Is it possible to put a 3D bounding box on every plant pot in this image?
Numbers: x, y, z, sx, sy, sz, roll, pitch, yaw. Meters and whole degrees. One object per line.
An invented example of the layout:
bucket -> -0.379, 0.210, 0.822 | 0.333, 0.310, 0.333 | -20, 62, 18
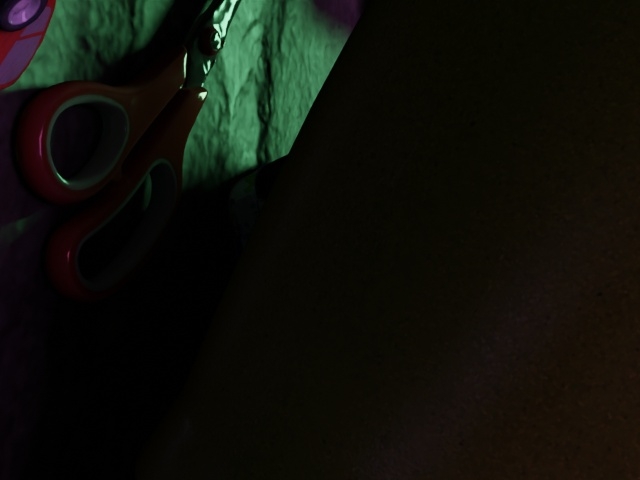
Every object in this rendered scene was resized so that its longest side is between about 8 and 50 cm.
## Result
plant pot -> 0.111, 0.041, 0.490 | 0.353, 0.366, 0.366 | -52, 149, 2

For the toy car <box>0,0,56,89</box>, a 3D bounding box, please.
toy car -> -0.061, -0.145, 0.376 | 0.053, 0.225, 0.239 | 5, 90, -78

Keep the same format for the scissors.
scissors -> -0.069, -0.089, 0.582 | 0.297, 0.021, 0.109 | -57, 139, -44

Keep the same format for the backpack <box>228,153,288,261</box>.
backpack -> 0.000, 0.000, 0.653 | 0.105, 0.084, 0.114 | -35, 120, -55
